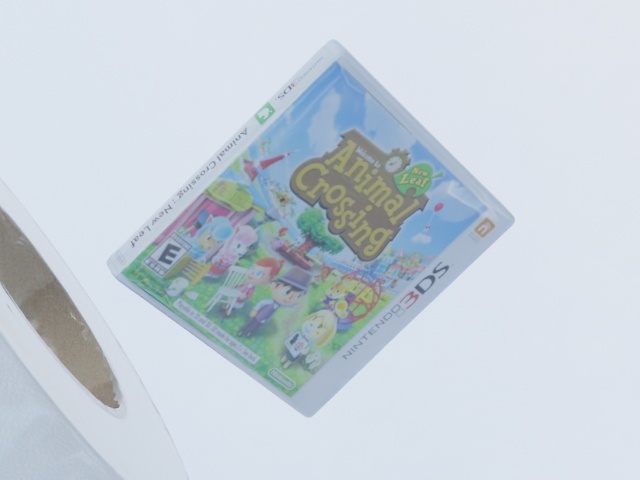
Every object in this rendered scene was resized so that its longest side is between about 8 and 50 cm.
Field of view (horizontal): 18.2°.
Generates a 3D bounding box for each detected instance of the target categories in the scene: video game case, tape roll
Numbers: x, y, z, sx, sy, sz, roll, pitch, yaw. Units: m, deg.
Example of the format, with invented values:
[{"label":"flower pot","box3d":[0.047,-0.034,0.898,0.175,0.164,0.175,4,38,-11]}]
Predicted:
[{"label":"video game case","box3d":[0.000,0.000,1.251,0.212,0.193,0.023,40,-172,-44]},{"label":"tape roll","box3d":[-0.220,0.056,1.364,0.392,0.072,0.392,55,-179,-2]}]
